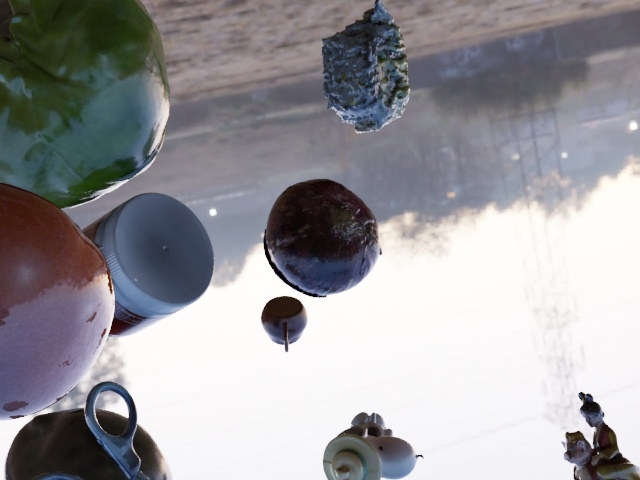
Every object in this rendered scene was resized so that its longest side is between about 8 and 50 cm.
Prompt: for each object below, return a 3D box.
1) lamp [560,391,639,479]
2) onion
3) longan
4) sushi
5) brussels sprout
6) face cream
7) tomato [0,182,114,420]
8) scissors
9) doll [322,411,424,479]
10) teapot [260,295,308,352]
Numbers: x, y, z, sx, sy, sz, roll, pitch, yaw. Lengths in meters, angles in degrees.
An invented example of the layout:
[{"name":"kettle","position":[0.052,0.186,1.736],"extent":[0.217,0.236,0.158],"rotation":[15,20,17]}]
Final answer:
[{"name":"lamp","position":[0.487,0.394,1.817],"extent":[0.118,0.253,0.118],"rotation":[-27,178,-1]},{"name":"onion","position":[0.000,0.000,2.093],"extent":[0.246,0.246,0.190],"rotation":[-14,155,-34]},{"name":"longan","position":[-0.437,0.448,1.940],"extent":[0.350,0.288,0.288],"rotation":[-3,-171,32]},{"name":"sushi","position":[0.099,-0.371,2.259],"extent":[0.139,0.274,0.184],"rotation":[-4,180,36]},{"name":"brussels sprout","position":[-0.409,-0.242,1.705],"extent":[0.361,0.425,0.342],"rotation":[33,-166,23]},{"name":"face cream","position":[-0.308,0.044,1.740],"extent":[0.187,0.201,0.201],"rotation":[-27,173,41]},{"name":"tomato","position":[-0.339,0.063,1.068],"extent":[0.256,0.256,0.224],"rotation":[-7,-133,34]},{"name":"scissors","position":[-0.282,0.427,1.723],"extent":[0.029,0.383,0.256],"rotation":[-16,-142,53]},{"name":"doll","position":[0.087,0.456,2.263],"extent":[0.208,0.144,0.271],"rotation":[1,-171,-20]},{"name":"teapot","position":[-0.082,0.197,2.418],"extent":[0.116,0.116,0.173],"rotation":[-10,-148,1]}]
